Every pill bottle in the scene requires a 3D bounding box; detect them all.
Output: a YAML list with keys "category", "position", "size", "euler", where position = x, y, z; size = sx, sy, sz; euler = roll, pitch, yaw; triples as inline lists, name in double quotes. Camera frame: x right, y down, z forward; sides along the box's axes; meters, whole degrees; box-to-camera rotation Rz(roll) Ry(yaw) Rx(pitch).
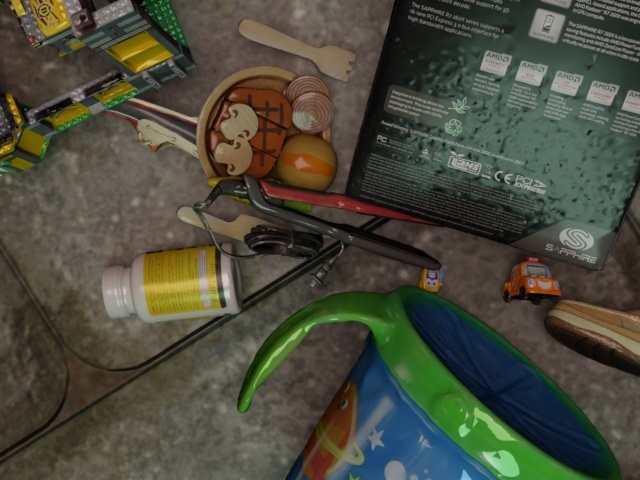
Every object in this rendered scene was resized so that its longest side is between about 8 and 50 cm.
- category: "pill bottle"
  position: [-0.131, 0.040, 0.954]
  size: [0.116, 0.065, 0.065]
  euler: [-7, 92, 3]

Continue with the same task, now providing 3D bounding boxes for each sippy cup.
- category: "sippy cup"
  position: [0.084, 0.194, 0.883]
  size: [0.305, 0.240, 0.224]
  euler: [44, 106, 24]

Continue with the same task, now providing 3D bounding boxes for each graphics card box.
- category: "graphics card box"
  position: [0.174, -0.176, 0.843]
  size: [0.232, 0.094, 0.371]
  euler: [15, 118, 3]

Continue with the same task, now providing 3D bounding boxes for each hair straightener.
- category: "hair straightener"
  position: [0.000, 0.000, 0.922]
  size: [0.230, 0.047, 0.089]
  euler: [9, 103, -20]

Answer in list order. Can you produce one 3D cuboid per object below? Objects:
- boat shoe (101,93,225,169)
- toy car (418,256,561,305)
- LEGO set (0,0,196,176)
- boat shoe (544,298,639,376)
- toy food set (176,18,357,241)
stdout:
- category: "boat shoe"
  position: [-0.138, -0.098, 0.960]
  size: [0.137, 0.049, 0.043]
  euler: [17, 95, -2]
- category: "toy car"
  position: [0.147, 0.032, 0.943]
  size: [0.122, 0.060, 0.041]
  euler: [4, 81, 2]
- category: "LEGO set"
  position: [-0.255, -0.227, 0.861]
  size: [0.254, 0.192, 0.331]
  euler: [-15, 82, 8]
- category: "boat shoe"
  position: [0.290, 0.082, 0.940]
  size: [0.190, 0.068, 0.072]
  euler: [22, 79, -3]
- category: "toy food set"
  position: [-0.042, -0.088, 0.936]
  size: [0.132, 0.038, 0.192]
  euler: [16, 93, -22]
